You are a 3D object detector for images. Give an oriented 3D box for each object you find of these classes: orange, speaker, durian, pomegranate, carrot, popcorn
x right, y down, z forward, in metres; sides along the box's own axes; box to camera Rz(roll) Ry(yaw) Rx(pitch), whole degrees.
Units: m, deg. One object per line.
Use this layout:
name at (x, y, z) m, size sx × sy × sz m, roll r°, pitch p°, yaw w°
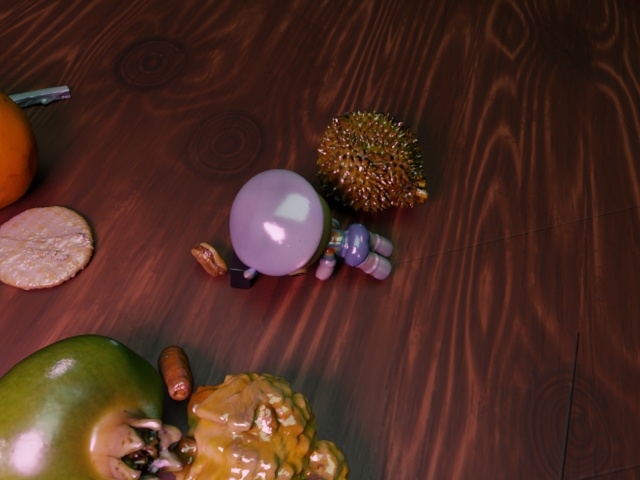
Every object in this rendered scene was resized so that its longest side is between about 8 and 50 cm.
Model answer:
orange at (-0.763, -0.192, 1.048) m, size 0.313 × 0.312 × 0.311 m, roll 4°, pitch 55°, yaw -6°
speaker at (-0.166, -0.003, 1.142) m, size 0.045 × 0.082 × 0.218 m, roll 7°, pitch 54°, yaw -3°
durian at (0.129, -0.186, 1.231) m, size 0.293 × 0.258 × 0.258 m, roll 8°, pitch 54°, yaw -16°
pomegranate at (-0.381, 0.282, 0.766) m, size 0.359 × 0.216 × 0.309 m, roll -6°, pitch 43°, yaw 35°
carrot at (-0.264, 0.238, 0.911) m, size 0.060 × 0.186 × 0.060 m, roll -2°, pitch 96°, yaw -21°
popcorn at (-0.096, 0.363, 0.810) m, size 0.332 × 0.225 × 0.265 m, roll 33°, pitch 57°, yaw 13°

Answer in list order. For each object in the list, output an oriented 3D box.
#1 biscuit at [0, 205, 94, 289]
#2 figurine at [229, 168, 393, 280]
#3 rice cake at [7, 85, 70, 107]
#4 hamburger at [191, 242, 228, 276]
biscuit at (-0.606, 0.011, 1.091) m, size 0.220 × 0.033 × 0.219 m, roll 4°, pitch 55°, yaw -5°
figurine at (0.005, -0.029, 1.070) m, size 0.382 × 0.205 × 0.224 m, roll 4°, pitch 75°, yaw -33°
rice cake at (-0.763, -0.378, 1.334) m, size 0.180 × 0.030 × 0.042 m, roll -20°, pitch 56°, yaw -21°
hamburger at (-0.240, 0.042, 1.095) m, size 0.044 × 0.083 × 0.076 m, roll -42°, pitch 41°, yaw -21°
